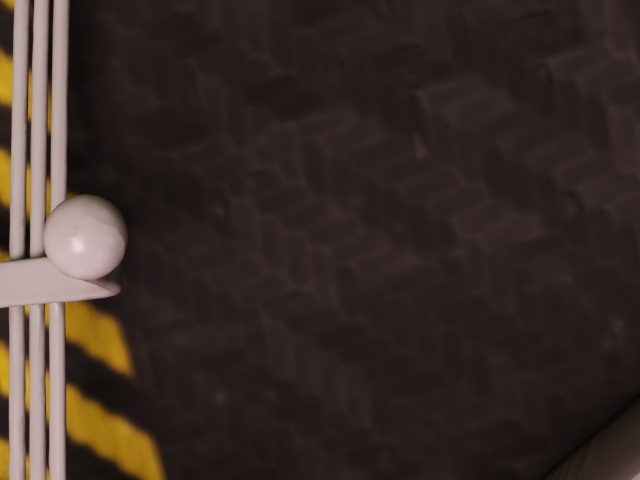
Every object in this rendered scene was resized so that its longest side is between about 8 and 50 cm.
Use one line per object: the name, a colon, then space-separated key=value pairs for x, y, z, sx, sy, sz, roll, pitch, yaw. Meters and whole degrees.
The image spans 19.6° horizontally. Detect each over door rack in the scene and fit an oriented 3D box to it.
over door rack: x=0.000 y=0.000 z=0.485 sx=0.324 sy=0.108 sz=0.239 roll=-4 pitch=83 yaw=26

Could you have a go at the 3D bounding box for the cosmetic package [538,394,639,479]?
cosmetic package: x=0.145 y=0.087 z=0.534 sx=0.238 sy=0.107 sz=0.127 roll=-41 pitch=90 yaw=14
